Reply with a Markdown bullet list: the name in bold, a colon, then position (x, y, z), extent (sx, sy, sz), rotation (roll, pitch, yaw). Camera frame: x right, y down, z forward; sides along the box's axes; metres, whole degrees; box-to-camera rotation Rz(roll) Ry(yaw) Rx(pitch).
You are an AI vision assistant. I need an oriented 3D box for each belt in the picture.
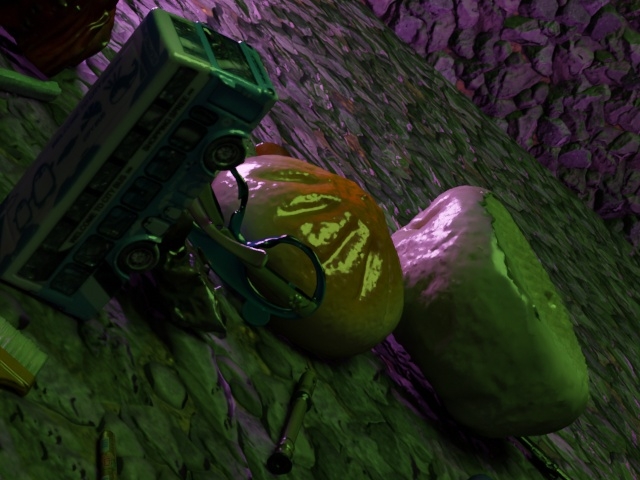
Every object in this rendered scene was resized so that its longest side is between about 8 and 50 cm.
- **belt**: position (-0.065, -0.100, 2.094), extent (0.083, 0.059, 0.036), rotation (57, 6, -47)

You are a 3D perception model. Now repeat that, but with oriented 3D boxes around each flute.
- **flute**: position (-0.027, 0.190, 1.594), extent (0.027, 0.027, 0.233), rotation (44, 17, -7)

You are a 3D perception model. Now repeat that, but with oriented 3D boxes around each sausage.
- **sausage**: position (-0.179, 0.191, 1.254), extent (0.015, 0.015, 0.100), rotation (37, 19, -26)

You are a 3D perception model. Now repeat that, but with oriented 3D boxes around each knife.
- **knife**: position (0.310, 0.307, 2.123), extent (0.222, 0.021, 0.045), rotation (39, 17, -9)

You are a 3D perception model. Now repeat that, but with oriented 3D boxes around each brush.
- **brush**: position (-0.288, 0.115, 1.178), extent (0.103, 0.013, 0.272), rotation (43, 18, -9)

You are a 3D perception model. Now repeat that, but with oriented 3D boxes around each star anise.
- **star anise**: position (-0.159, 0.015, 1.564), extent (0.230, 0.081, 0.262), rotation (53, -11, 21)

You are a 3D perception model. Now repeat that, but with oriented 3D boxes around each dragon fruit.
- **dragon fruit**: position (-0.270, -0.352, 1.884), extent (0.228, 0.286, 0.329), rotation (53, 1, 9)

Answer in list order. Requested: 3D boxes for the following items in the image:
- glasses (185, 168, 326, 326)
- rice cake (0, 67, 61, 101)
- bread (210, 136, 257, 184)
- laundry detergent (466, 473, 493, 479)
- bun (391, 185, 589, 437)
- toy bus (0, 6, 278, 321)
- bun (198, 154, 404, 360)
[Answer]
- **glasses**: position (-0.081, -0.015, 1.643), extent (0.239, 0.102, 0.207), rotation (48, -18, 2)
- **rice cake**: position (-0.341, -0.179, 1.696), extent (0.021, 0.022, 0.121), rotation (52, 19, 22)
- **bread**: position (-0.158, -0.140, 1.971), extent (0.172, 0.064, 0.232), rotation (54, 17, 17)
- **laundry detergent**: position (0.234, 0.337, 1.811), extent (0.206, 0.061, 0.096), rotation (31, 25, -39)
- **bun**: position (0.211, 0.109, 2.027), extent (0.359, 0.211, 0.359), rotation (54, 16, -23)
- **toy bus**: position (-0.177, -0.068, 1.374), extent (0.131, 0.297, 0.106), rotation (25, 26, -35)
- **bun**: position (0.000, 0.000, 1.855), extent (0.299, 0.165, 0.299), rotation (43, 18, -17)
